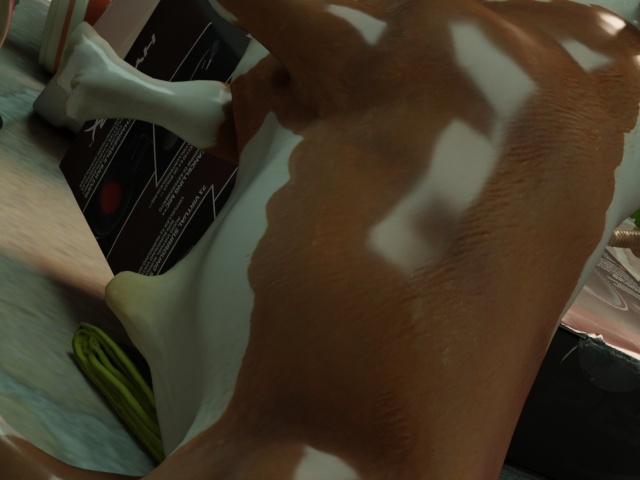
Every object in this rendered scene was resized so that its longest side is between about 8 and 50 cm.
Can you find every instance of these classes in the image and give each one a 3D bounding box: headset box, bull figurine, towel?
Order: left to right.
[{"bbox_3d":[0.000,0.000,0.502,0.188,0.310,0.101,23,-32,0],"label":"bull figurine"},{"bbox_3d":[0.008,0.090,0.745,0.237,0.021,0.102,22,15,-43],"label":"towel"},{"bbox_3d":[0.039,0.030,0.723,0.218,0.110,0.293,25,16,-32],"label":"headset box"}]

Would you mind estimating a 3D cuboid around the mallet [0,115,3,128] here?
[{"bbox_3d":[-0.223,-0.114,1.005,0.062,0.039,0.189,27,15,-32],"label":"mallet"}]

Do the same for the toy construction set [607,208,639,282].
[{"bbox_3d":[0.282,0.009,1.476,0.237,0.257,0.309,5,6,-42],"label":"toy construction set"}]

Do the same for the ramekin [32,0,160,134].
[{"bbox_3d":[-0.066,-0.125,1.058,0.109,0.207,0.207,40,9,-9],"label":"ramekin"}]

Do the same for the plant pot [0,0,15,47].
[{"bbox_3d":[-0.216,-0.158,0.836,0.201,0.201,0.180,25,28,-32],"label":"plant pot"}]

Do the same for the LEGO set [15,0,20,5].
[{"bbox_3d":[-0.270,-0.263,1.417,0.093,0.087,0.227,21,16,-44],"label":"LEGO set"}]

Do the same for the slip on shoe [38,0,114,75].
[{"bbox_3d":[-0.131,-0.180,1.305,0.101,0.123,0.331,16,18,-5],"label":"slip on shoe"}]
